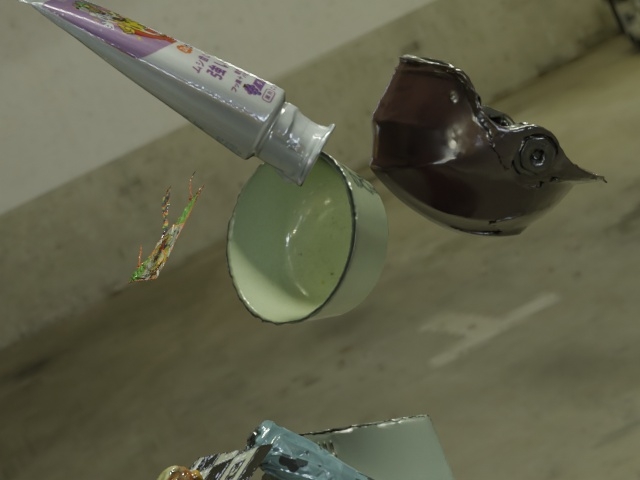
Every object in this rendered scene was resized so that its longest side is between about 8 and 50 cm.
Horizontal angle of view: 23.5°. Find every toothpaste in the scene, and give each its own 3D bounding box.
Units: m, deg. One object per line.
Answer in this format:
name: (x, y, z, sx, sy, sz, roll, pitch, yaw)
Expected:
toothpaste: (-0.130, -0.151, 1.396, 0.073, 0.299, 0.114, -59, 3, 16)

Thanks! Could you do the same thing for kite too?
kite: (-0.211, -0.019, 2.088, 0.198, 0.006, 0.244, -51, 20, 24)

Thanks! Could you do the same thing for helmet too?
helmet: (0.189, -0.095, 1.934, 0.177, 0.305, 0.225, -54, 6, 2)

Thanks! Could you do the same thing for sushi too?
sushi: (-0.139, 0.229, 1.167, 0.210, 0.040, 0.193, -53, 12, -24)

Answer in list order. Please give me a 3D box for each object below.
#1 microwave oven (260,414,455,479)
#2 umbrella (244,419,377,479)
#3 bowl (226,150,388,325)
microwave oven: (0.021, 0.412, 1.819, 0.218, 0.286, 0.355, -6, -35, -24)
umbrella: (0.037, 0.256, 1.530, 0.052, 0.250, 0.053, -58, 8, -3)
bowl: (0.000, 0.000, 1.788, 0.211, 0.211, 0.112, -19, -20, 42)
